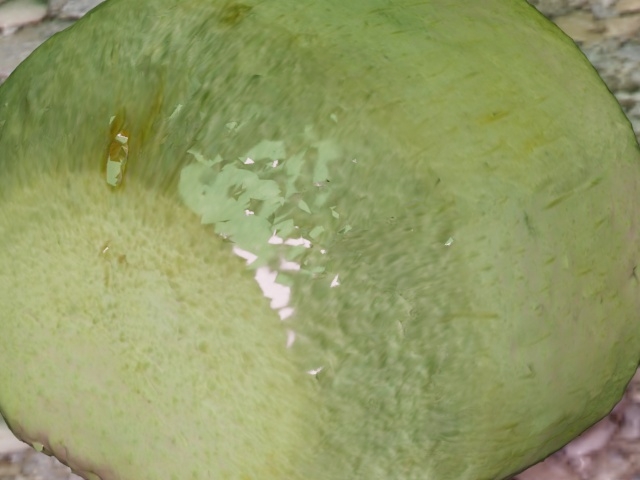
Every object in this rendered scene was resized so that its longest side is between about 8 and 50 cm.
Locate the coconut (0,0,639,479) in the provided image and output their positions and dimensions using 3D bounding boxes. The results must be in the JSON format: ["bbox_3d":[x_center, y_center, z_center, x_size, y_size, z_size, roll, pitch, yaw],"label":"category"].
[{"bbox_3d":[0.000,0.000,0.854,0.328,0.281,0.328,-9,11,2],"label":"coconut"}]
